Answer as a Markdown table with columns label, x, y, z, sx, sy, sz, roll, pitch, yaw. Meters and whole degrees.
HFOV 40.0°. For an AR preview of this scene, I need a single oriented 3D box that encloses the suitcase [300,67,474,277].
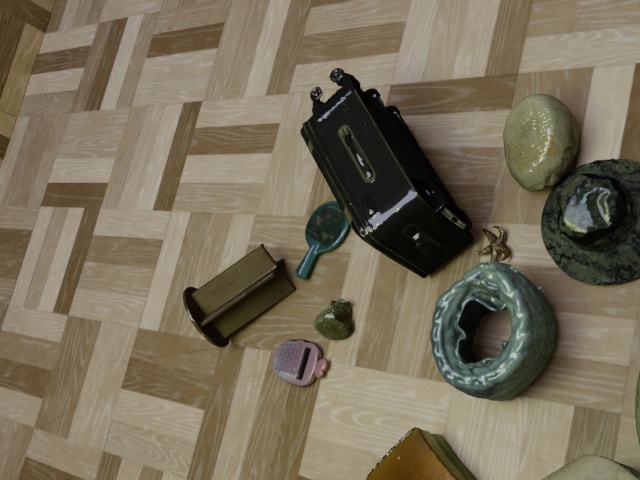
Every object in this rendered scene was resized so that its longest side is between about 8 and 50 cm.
| label | x | y | z | sx | sy | sz | roll | pitch | yaw |
| --- | --- | --- | --- | --- | --- | --- | --- | --- | --- |
| suitcase | 0.129 | -0.133 | 1.817 | 0.194 | 0.283 | 0.434 | -40 | 52 | 16 |

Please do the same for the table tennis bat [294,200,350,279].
| label | x | y | z | sx | sy | sz | roll | pitch | yaw |
| --- | --- | --- | --- | --- | --- | --- | --- | --- | --- |
| table tennis bat | 0.000 | 0.000 | 2.040 | 0.124 | 0.033 | 0.201 | 25 | 84 | 45 |

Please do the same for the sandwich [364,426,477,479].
| label | x | y | z | sx | sy | sz | roll | pitch | yaw |
| --- | --- | --- | --- | --- | --- | --- | --- | --- | --- |
| sandwich | 0.176 | 0.489 | 1.630 | 0.220 | 0.108 | 0.186 | -49 | 48 | 11 |

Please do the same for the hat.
| label | x | y | z | sx | sy | sz | roll | pitch | yaw |
| --- | --- | --- | --- | --- | --- | --- | --- | --- | --- |
| hat | 0.494 | -0.051 | 1.581 | 0.265 | 0.128 | 0.266 | -14 | 66 | 35 |

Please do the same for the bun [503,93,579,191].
| label | x | y | z | sx | sy | sz | roll | pitch | yaw |
| --- | --- | --- | --- | --- | --- | --- | --- | --- | --- |
| bun | 0.431 | -0.188 | 1.709 | 0.164 | 0.111 | 0.188 | -38 | 48 | 47 |

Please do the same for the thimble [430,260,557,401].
| label | x | y | z | sx | sy | sz | roll | pitch | yaw |
| --- | --- | --- | --- | --- | --- | --- | --- | --- | --- |
| thimble | 0.320 | 0.166 | 1.610 | 0.205 | 0.172 | 0.250 | 9 | 80 | 37 |

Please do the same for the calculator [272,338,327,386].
| label | x | y | z | sx | sy | sz | roll | pitch | yaw |
| --- | --- | --- | --- | --- | --- | --- | --- | --- | --- |
| calculator | -0.046 | 0.273 | 1.967 | 0.166 | 0.024 | 0.103 | 8 | 77 | 44 |

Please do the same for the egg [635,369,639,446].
| label | x | y | z | sx | sy | sz | roll | pitch | yaw |
| --- | --- | --- | --- | --- | --- | --- | --- | --- | --- |
| egg | 0.599 | 0.266 | 1.245 | 0.287 | 0.287 | 0.379 | -20 | 58 | 33 |

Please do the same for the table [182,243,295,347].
| label | x | y | z | sx | sy | sz | roll | pitch | yaw |
| --- | --- | --- | --- | --- | --- | --- | --- | --- | --- |
| table | -0.185 | 0.122 | 2.073 | 0.226 | 0.167 | 0.167 | -35 | 52 | 13 |

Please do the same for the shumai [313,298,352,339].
| label | x | y | z | sx | sy | sz | roll | pitch | yaw |
| --- | --- | --- | --- | --- | --- | --- | --- | --- | --- |
| shumai | 0.032 | 0.167 | 1.929 | 0.083 | 0.082 | 0.080 | 3 | 33 | 11 |

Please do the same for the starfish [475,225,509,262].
| label | x | y | z | sx | sy | sz | roll | pitch | yaw |
| --- | --- | --- | --- | --- | --- | --- | --- | --- | --- |
| starfish | 0.343 | 0.016 | 1.744 | 0.078 | 0.028 | 0.091 | 12 | 83 | 48 |

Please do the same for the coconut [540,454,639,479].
| label | x | y | z | sx | sy | sz | roll | pitch | yaw |
| --- | --- | --- | --- | --- | --- | --- | --- | --- | --- |
| coconut | 0.400 | 0.465 | 1.338 | 0.266 | 0.237 | 0.237 | -29 | 39 | -28 |
